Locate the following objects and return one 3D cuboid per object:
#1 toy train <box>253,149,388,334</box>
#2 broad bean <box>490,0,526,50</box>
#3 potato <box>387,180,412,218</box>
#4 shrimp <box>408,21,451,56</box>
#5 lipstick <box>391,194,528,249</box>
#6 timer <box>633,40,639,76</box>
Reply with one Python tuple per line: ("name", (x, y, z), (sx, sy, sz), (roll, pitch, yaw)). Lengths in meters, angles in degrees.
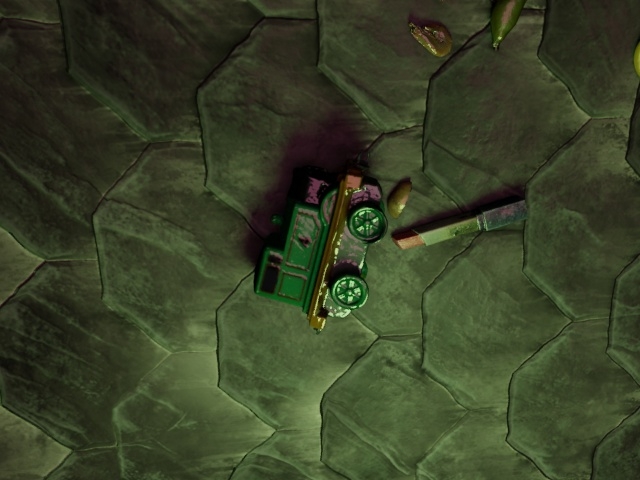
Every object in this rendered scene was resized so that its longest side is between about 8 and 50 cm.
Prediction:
("toy train", (0.000, 0.000, 1.395), (0.249, 0.178, 0.429), (14, 107, -1))
("broad bean", (0.400, -0.503, 1.338), (0.071, 0.048, 0.213), (11, 106, -12))
("potato", (0.174, -0.093, 1.452), (0.036, 0.037, 0.093), (19, 106, -9))
("shrimp", (0.233, -0.434, 1.353), (0.108, 0.023, 0.059), (38, 90, -17))
("lipstick", (0.319, -0.033, 1.485), (0.312, 0.051, 0.051), (-17, 112, -1))
("timer", (0.878, -0.448, 1.294), (0.376, 0.376, 0.386), (0, 131, -8))
